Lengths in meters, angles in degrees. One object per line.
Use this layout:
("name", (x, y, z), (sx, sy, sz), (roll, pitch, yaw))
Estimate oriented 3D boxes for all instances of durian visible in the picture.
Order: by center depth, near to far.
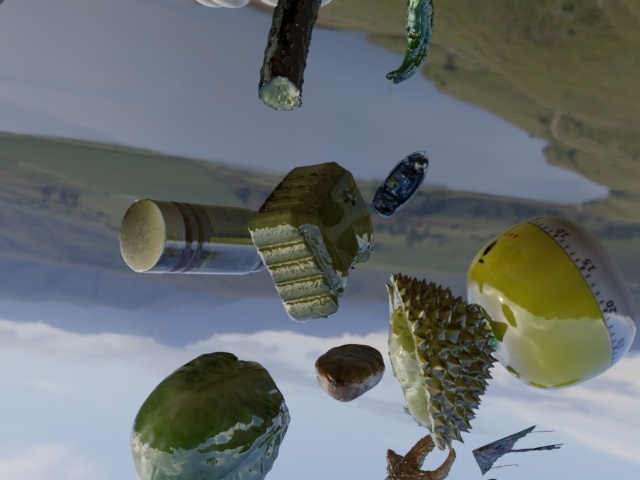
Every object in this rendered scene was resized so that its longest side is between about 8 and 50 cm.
("durian", (0.119, 0.131, 0.861), (0.102, 0.208, 0.146), (-11, -143, 0))

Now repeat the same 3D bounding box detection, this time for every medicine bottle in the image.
("medicine bottle", (-0.254, -0.003, 1.937), (0.151, 0.151, 0.322), (8, -177, 42))

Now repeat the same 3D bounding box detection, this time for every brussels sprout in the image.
("brussels sprout", (-0.159, 0.278, 1.296), (0.244, 0.244, 0.244), (7, -179, 0))

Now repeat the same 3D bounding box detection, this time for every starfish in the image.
("starfish", (0.181, 0.519, 1.998), (0.060, 0.299, 0.302), (34, 159, -17))

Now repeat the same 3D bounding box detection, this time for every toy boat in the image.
("toy boat", (0.142, -0.101, 1.582), (0.060, 0.137, 0.061), (43, -174, 16))

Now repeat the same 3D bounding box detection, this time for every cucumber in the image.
("cucumber", (-0.041, -0.357, 1.479), (0.081, 0.303, 0.072), (6, 158, 9))

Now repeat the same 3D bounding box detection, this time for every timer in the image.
("timer", (0.308, 0.117, 1.378), (0.285, 0.285, 0.285), (7, -179, 0))

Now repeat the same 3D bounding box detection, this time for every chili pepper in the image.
("chili pepper", (0.172, -0.378, 1.673), (0.050, 0.182, 0.073), (24, -153, 25))

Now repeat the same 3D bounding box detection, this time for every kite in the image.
("kite", (0.408, 0.441, 1.888), (0.244, 0.198, 0.006), (6, -137, -30))

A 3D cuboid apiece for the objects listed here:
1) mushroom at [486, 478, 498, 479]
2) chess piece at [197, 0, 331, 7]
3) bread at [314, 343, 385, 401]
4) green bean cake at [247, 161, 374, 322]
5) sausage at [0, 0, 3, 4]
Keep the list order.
("mushroom", (0.353, 0.597, 1.857), (0.207, 0.215, 0.207), (-9, -174, 1))
("chess piece", (-0.096, -0.492, 1.658), (0.300, 0.167, 0.167), (19, -173, 33))
("bread", (0.056, 0.265, 1.781), (0.124, 0.084, 0.344), (7, -177, 11))
("green bean cake", (0.000, 0.000, 1.611), (0.124, 0.233, 0.236), (-8, -152, 29))
("sausage", (-0.594, -0.492, 1.628), (0.076, 0.302, 0.103), (2, 147, 9))
